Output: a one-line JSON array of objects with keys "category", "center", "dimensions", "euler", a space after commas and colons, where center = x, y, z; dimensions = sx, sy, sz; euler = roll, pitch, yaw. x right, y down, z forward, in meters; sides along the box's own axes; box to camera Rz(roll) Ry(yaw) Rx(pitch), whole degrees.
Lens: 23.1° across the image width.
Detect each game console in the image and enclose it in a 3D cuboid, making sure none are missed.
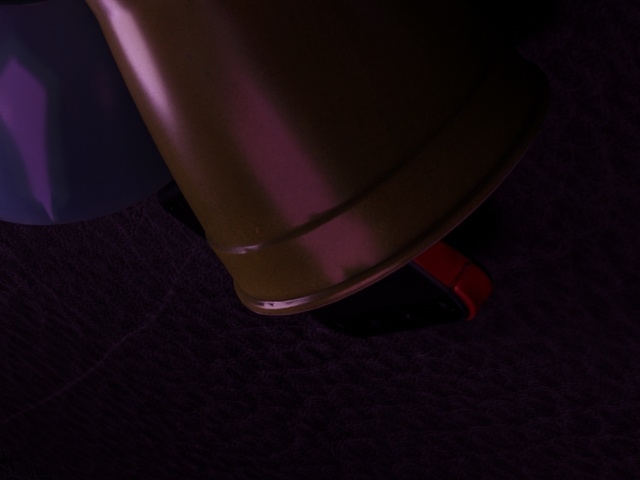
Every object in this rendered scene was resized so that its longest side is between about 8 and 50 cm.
[{"category": "game console", "center": [0.000, 0.000, 1.900], "dimensions": [0.342, 0.060, 0.386], "euler": [37, 159, -15]}]

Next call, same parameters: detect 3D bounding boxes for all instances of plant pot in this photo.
[{"category": "plant pot", "center": [-0.035, -0.182, 1.455], "dimensions": [0.366, 0.366, 0.353], "euler": [-15, 122, 46]}, {"category": "plant pot", "center": [-0.280, -0.199, 1.627], "dimensions": [0.293, 0.293, 0.235], "euler": [12, 135, 17]}]
